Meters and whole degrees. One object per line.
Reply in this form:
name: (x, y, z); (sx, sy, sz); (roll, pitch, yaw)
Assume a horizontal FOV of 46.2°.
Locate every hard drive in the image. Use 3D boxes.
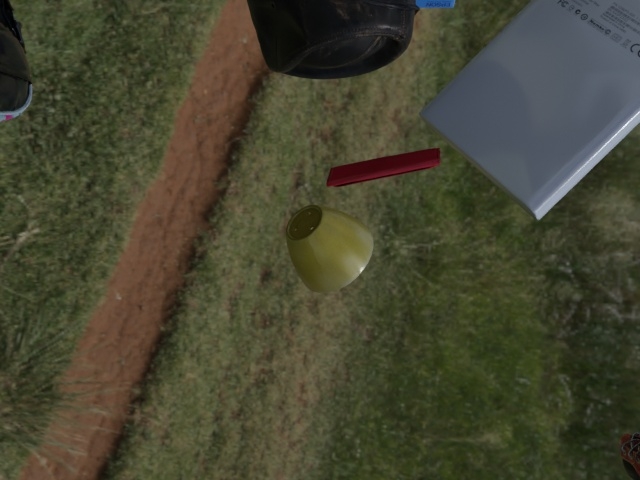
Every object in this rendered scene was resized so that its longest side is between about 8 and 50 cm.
hard drive: (0.296, -0.199, 0.897); (0.307, 0.203, 0.040); (-45, 151, 4)

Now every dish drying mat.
dish drying mat: (0.046, -0.053, 0.548); (0.032, 0.083, 0.008); (-75, 151, -60)

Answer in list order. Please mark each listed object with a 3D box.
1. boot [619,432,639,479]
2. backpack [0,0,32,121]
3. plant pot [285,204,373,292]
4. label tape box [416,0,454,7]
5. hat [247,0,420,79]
boot: (0.442, 0.274, 0.992); (0.088, 0.176, 0.244); (-38, 116, -8)
backpack: (-0.397, -0.198, 0.715); (0.253, 0.191, 0.225); (-60, 134, -75)
plant pot: (0.000, 0.000, 1.157); (0.095, 0.134, 0.134); (45, 54, -38)
label tape box: (0.168, -0.681, 1.663); (0.115, 0.249, 0.348); (85, 4, -63)
hat: (0.009, -0.250, 0.828); (0.331, 0.331, 0.134); (-10, 100, -58)
